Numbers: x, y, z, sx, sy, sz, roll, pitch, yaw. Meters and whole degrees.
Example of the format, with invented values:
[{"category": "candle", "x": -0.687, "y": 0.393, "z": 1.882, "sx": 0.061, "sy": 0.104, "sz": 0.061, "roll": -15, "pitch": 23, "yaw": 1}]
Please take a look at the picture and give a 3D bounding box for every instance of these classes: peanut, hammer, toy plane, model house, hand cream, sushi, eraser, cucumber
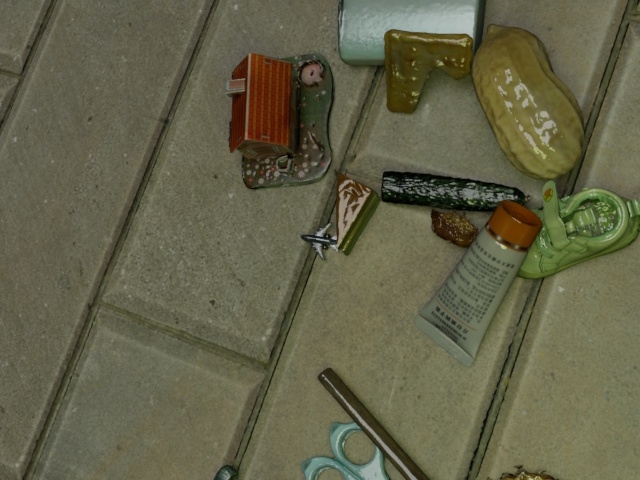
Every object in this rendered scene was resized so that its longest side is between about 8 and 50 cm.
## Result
[{"category": "peanut", "x": 0.382, "y": -0.269, "z": 1.597, "sx": 0.174, "sy": 0.158, "sz": 0.340, "roll": -19, "pitch": 74, "yaw": -19}, {"category": "hammer", "x": 0.124, "y": 0.374, "z": 1.581, "sx": 0.111, "sy": 0.043, "sz": 0.365, "roll": -36, "pitch": 66, "yaw": -18}, {"category": "toy plane", "x": 0.000, "y": 0.000, "z": 1.740, "sx": 0.083, "sy": 0.031, "sz": 0.079, "roll": 7, "pitch": 79, "yaw": 20}, {"category": "model house", "x": -0.092, "y": -0.272, "z": 1.773, "sx": 0.206, "sy": 0.154, "sz": 0.294, "roll": -4, "pitch": 75, "yaw": 19}, {"category": "hand cream", "x": 0.292, "y": 0.081, "z": 1.556, "sx": 0.139, "sy": 0.089, "sz": 0.314, "roll": 42, "pitch": 118, "yaw": 22}, {"category": "sushi", "x": 0.261, "y": -0.026, "z": 1.642, "sx": 0.117, "sy": 0.061, "sz": 0.060, "roll": 23, "pitch": 112, "yaw": 14}, {"category": "eraser", "x": 0.184, "y": -0.454, "z": 1.748, "sx": 0.289, "sy": 0.104, "sz": 0.189, "roll": 5, "pitch": 81, "yaw": 20}, {"category": "cucumber", "x": 0.259, "y": -0.091, "z": 1.658, "sx": 0.293, "sy": 0.067, "sz": 0.068, "roll": 7, "pitch": 80, "yaw": 19}]

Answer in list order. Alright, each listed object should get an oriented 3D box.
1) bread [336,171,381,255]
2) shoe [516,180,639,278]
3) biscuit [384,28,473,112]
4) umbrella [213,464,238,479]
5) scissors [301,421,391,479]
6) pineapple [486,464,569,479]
[{"category": "bread", "x": 0.047, "y": -0.052, "z": 1.715, "sx": 0.084, "sy": 0.074, "sz": 0.139, "roll": 29, "pitch": 89, "yaw": 22}, {"category": "shoe", "x": 0.448, "y": -0.028, "z": 1.558, "sx": 0.262, "sy": 0.128, "sz": 0.140, "roll": -13, "pitch": 59, "yaw": 13}, {"category": "biscuit", "x": 0.214, "y": -0.334, "z": 1.692, "sx": 0.183, "sy": 0.039, "sz": 0.174, "roll": 5, "pitch": 123, "yaw": 20}, {"category": "umbrella", "x": -0.074, "y": 0.545, "z": 1.602, "sx": 0.348, "sy": 0.094, "sz": 0.143, "roll": 35, "pitch": 86, "yaw": 25}, {"category": "scissors", "x": 0.128, "y": 0.486, "z": 1.577, "sx": 0.360, "sy": 0.029, "sz": 0.191, "roll": 35, "pitch": 86, "yaw": 23}, {"category": "pineapple", "x": 0.358, "y": 0.498, "z": 1.491, "sx": 0.221, "sy": 0.047, "sz": 0.221, "roll": -4, "pitch": 77, "yaw": 18}]
